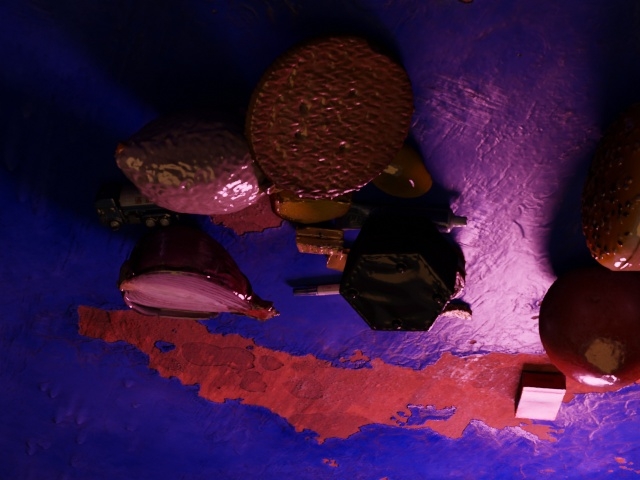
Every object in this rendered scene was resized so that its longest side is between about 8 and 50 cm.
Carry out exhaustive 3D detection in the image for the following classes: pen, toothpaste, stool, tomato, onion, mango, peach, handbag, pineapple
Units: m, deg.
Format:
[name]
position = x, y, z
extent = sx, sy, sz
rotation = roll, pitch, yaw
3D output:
[pen]
position = 0.035, 0.111, 1.992
extent = 0.204, 0.025, 0.025
rotation = -5, 141, 15
[toothpaste]
position = 0.162, -0.046, 1.763
extent = 0.269, 0.047, 0.069
rotation = 4, 153, 8
[stool]
position = 0.155, 0.068, 1.733
extent = 0.232, 0.141, 0.232
rotation = 7, 127, 10
[tomato]
position = 0.592, 0.187, 1.838
extent = 0.265, 0.264, 0.265
rotation = 4, 142, 3
[onion]
position = -0.256, 0.069, 1.875
extent = 0.349, 0.159, 0.267
rotation = 14, 153, -22
[mango]
position = 0.151, -0.129, 1.636
extent = 0.103, 0.076, 0.161
rotation = -30, 138, 28
[peach]
position = -0.015, -0.095, 1.680
extent = 0.172, 0.092, 0.127
rotation = -11, 150, 24
[handbag]
position = 0.057, 0.043, 1.900
extent = 0.083, 0.027, 0.061
rotation = 14, 142, -8
[pineapple]
position = 0.320, 0.165, 2.028
extent = 0.083, 0.019, 0.045
rotation = 10, 148, -6

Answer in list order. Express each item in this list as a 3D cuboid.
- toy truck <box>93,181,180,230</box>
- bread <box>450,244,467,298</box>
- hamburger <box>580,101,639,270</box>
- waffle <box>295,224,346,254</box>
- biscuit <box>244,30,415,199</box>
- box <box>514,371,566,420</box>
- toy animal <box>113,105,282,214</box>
[toy truck]
position = -0.357, -0.076, 1.766
extent = 0.202, 0.074, 0.088
rotation = -4, 136, 11
[bread]
position = 0.234, 0.071, 1.875
extent = 0.161, 0.073, 0.160
rotation = 4, 143, 3
[hamburger]
position = 0.542, -0.090, 1.470
extent = 0.176, 0.300, 0.300
rotation = 16, 142, 5
[waffle]
position = -0.001, 0.000, 1.788
extent = 0.103, 0.042, 0.148
rotation = 6, 174, 0
[biscuit]
position = 0.016, -0.208, 1.475
extent = 0.305, 0.038, 0.305
rotation = -10, 122, -17
[box]
position = 0.571, 0.407, 2.276
extent = 0.112, 0.048, 0.175
rotation = 4, 142, 5
[toy animal]
position = -0.203, -0.144, 1.548
extent = 0.227, 0.188, 0.358
rotation = -24, 165, 34
